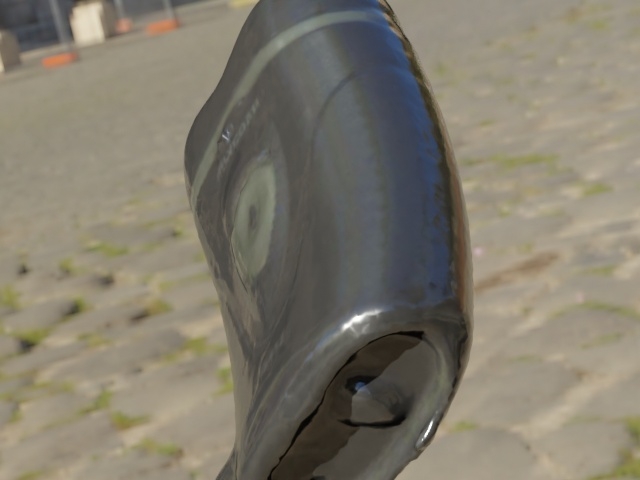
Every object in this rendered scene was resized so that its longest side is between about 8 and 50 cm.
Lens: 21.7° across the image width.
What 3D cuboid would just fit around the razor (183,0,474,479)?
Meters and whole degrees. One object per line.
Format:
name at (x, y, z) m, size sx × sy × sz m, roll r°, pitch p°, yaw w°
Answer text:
razor at (0.001, 0.000, 0.989) m, size 0.114 × 0.204 × 0.349 m, roll 18°, pitch 36°, yaw -24°
